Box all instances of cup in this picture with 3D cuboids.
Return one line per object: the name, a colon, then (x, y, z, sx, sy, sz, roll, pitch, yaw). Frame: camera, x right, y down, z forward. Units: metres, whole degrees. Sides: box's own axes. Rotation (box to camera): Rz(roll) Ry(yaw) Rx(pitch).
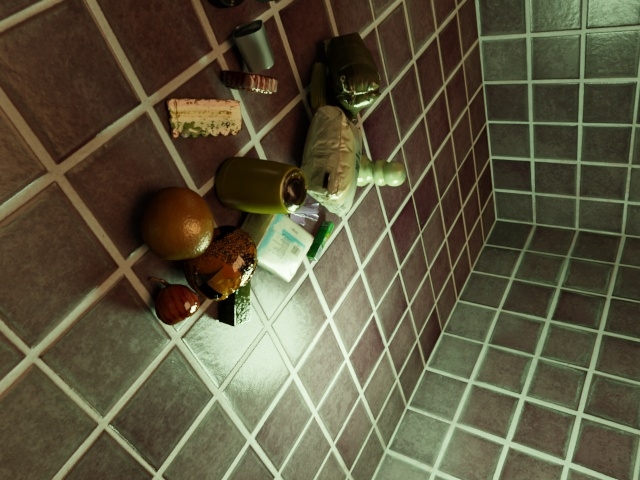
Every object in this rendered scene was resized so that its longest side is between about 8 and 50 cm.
cup: (-0.206, -0.612, 1.592, 0.128, 0.095, 0.130, -93, 167, -46)

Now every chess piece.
chess piece: (0.246, -0.294, 2.198, 0.144, 0.251, 0.145, -21, 116, -52)

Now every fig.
fig: (-0.424, 0.177, 1.472, 0.128, 0.150, 0.128, -48, 158, -26)

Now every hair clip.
hair clip: (-0.098, -0.127, 1.895, 0.278, 0.090, 0.137, 8, 79, -64)

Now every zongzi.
zongzi: (0.135, -0.507, 1.893, 0.418, 0.181, 0.447, 81, -1, -46)

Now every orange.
orange: (-0.386, -0.045, 1.385, 0.206, 0.206, 0.206, -20, 115, -52)
orange: (-0.295, 0.062, 1.523, 0.182, 0.234, 0.234, 38, 61, -15)

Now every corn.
corn: (-0.006, -0.576, 1.917, 0.085, 0.063, 0.166, -7, 101, -63)

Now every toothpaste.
toothpaste: (0.000, 0.000, 2.101, 0.179, 0.043, 0.037, -65, 146, -21)

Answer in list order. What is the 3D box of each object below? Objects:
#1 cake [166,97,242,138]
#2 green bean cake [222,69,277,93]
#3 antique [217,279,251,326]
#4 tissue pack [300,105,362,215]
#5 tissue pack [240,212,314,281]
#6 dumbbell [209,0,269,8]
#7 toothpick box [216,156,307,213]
cake: (-0.346, -0.359, 1.497, 0.225, 0.090, 0.110, -11, 111, -35)
green bean cake: (-0.217, -0.484, 1.568, 0.135, 0.135, 0.057, -15, 118, -50)
antique: (-0.283, 0.163, 1.689, 0.080, 0.081, 0.221, -14, 110, -55)
tissue pack: (0.054, -0.301, 1.976, 0.375, 0.194, 0.391, 11, 86, -73)
tissue pack: (-0.161, 0.008, 1.772, 0.202, 0.124, 0.271, -60, 145, -6)
dumbbell: (-0.213, -0.741, 1.430, 0.152, 0.218, 0.153, -20, 114, -52)
toothpick box: (-0.175, -0.167, 1.590, 0.175, 0.271, 0.175, -20, 115, -53)
